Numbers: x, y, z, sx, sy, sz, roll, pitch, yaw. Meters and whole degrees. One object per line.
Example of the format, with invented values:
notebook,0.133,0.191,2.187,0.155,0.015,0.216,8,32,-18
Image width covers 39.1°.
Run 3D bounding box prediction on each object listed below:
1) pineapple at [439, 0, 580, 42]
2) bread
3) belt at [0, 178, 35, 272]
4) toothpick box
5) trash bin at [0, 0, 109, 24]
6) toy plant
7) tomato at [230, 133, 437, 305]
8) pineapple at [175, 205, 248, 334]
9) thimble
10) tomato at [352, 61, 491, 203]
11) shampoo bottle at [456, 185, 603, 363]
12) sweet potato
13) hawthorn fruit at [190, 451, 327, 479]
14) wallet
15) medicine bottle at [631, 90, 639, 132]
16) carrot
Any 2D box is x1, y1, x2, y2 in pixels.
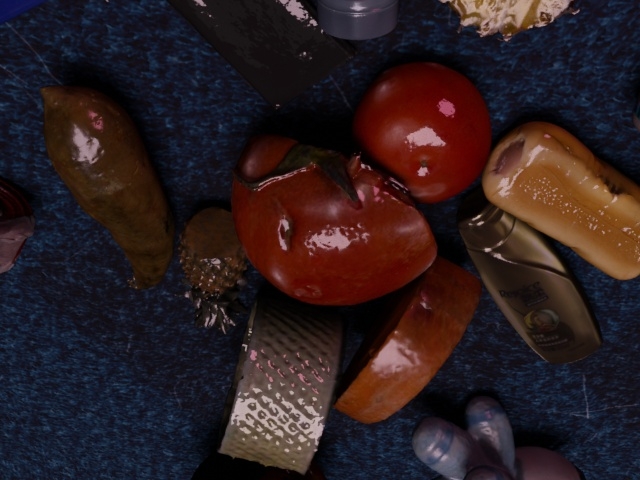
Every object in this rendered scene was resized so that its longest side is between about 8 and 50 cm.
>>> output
pineapple,0.221,-0.337,1.077,0.221,0.047,0.221,1,128,2
bread,0.370,-0.056,1.281,0.305,0.091,0.142,30,124,-21
belt,-0.533,-0.030,1.335,0.200,0.128,0.124,28,128,-16
toothpick box,0.043,-0.326,1.055,0.101,0.101,0.153,0,131,4
trash bin,-0.361,-0.331,1.044,0.234,0.163,0.184,-21,127,27
toy plant,0.295,0.424,1.633,0.332,0.247,0.247,36,124,-23
tomato,-0.004,0.002,1.237,0.308,0.170,0.309,30,160,12
pineapple,-0.169,0.059,1.419,0.125,0.125,0.251,5,142,-1
thimble,-0.063,0.225,1.446,0.149,0.271,0.271,15,131,-7
tomato,0.134,-0.137,1.194,0.195,0.136,0.195,2,132,2
shampoo bottle,0.319,0.057,1.392,0.125,0.084,0.350,-23,126,24
sweet potato,-0.287,-0.062,1.303,0.130,0.131,0.423,-6,139,9
hawthorn fruit,-0.126,0.514,1.697,0.315,0.316,0.316,2,132,2
wallet,-0.096,-0.291,1.143,0.146,0.030,0.285,-28,125,30
medicine bottle,0.469,-0.217,1.123,0.106,0.107,0.192,6,132,-2
carrot,0.117,0.153,1.385,0.100,0.258,0.307,37,123,-4
